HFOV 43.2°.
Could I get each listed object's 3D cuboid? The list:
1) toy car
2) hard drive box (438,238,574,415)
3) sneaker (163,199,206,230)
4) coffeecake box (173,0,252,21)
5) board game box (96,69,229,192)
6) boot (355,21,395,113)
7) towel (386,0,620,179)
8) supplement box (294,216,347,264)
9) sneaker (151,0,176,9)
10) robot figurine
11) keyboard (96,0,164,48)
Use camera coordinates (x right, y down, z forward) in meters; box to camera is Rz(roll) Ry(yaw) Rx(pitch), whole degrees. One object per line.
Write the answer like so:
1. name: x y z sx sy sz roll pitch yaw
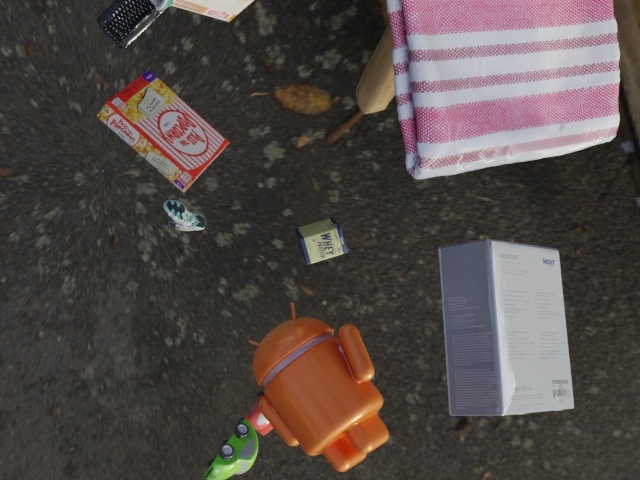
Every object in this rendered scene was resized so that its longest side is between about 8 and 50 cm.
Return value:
1. toy car: -0.093 0.272 1.186 0.053 0.239 0.225 36 43 3
2. hard drive box: 0.261 0.123 1.131 0.181 0.089 0.232 8 76 -43
3. sneaker: -0.278 -0.042 1.565 0.098 0.069 0.038 35 55 -36
4. coffeecake box: -0.166 -0.449 1.342 0.142 0.185 0.068 6 72 -37
5. board game box: -0.269 -0.192 1.407 0.193 0.146 0.045 42 127 -9
6. boot: 0.133 -0.312 1.364 0.089 0.269 0.236 27 46 -3
7. towel: 0.097 -0.136 0.412 0.144 0.029 0.197 -13 104 -27
8. supplement box: 0.000 0.000 1.598 0.083 0.083 0.056 -17 108 -6
9. sneaker: -0.230 -0.356 0.996 0.161 0.057 0.075 48 46 -28
10. robot figurine: -0.003 0.192 1.067 0.128 0.158 0.219 -29 71 -28
11. keyboard: -0.337 -0.455 1.505 0.192 0.038 0.100 -47 110 -5
